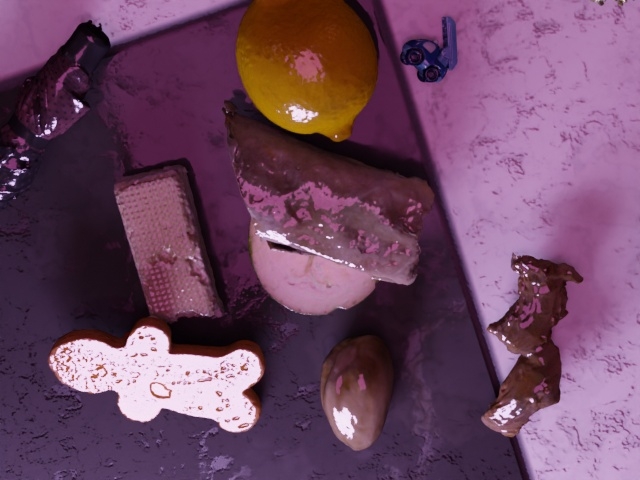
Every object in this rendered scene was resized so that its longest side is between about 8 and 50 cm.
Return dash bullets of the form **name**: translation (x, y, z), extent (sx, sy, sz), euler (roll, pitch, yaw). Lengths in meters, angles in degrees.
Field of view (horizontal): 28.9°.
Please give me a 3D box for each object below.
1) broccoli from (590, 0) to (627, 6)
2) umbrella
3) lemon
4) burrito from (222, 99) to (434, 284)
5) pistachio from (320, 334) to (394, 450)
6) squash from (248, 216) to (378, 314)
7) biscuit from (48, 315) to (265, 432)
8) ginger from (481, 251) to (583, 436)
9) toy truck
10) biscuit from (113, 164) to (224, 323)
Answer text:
- **broccoli**: translation (0.378, -0.415, 1.622), extent (0.176, 0.226, 0.198), euler (40, 110, 38)
- **umbrella**: translation (-0.402, -0.174, 1.778), extent (0.326, 0.094, 0.090), euler (-50, 53, 15)
- **lemon**: translation (-0.019, -0.247, 1.689), extent (0.187, 0.187, 0.244), euler (-28, 102, 10)
- **burrito**: translation (-0.006, -0.055, 1.751), extent (0.348, 0.107, 0.175), euler (22, 87, -3)
- **pistachio**: translation (0.056, 0.228, 1.855), extent (0.108, 0.126, 0.185), euler (22, 115, 42)
- **squash**: translation (0.000, -0.001, 1.830), extent (0.219, 0.041, 0.219), euler (0, 100, 2)
- **biscuit**: translation (-0.243, 0.191, 1.857), extent (0.324, 0.049, 0.205), euler (6, 129, -5)
- **ginger**: translation (0.304, 0.163, 1.828), extent (0.122, 0.084, 0.290), euler (7, 106, -6)
- **toy truck**: translation (0.161, -0.269, 1.741), extent (0.073, 0.056, 0.090), euler (42, 90, -12)
- **biscuit**: translation (-0.222, 0.012, 1.829), extent (0.108, 0.062, 0.238), euler (-12, 104, 6)
